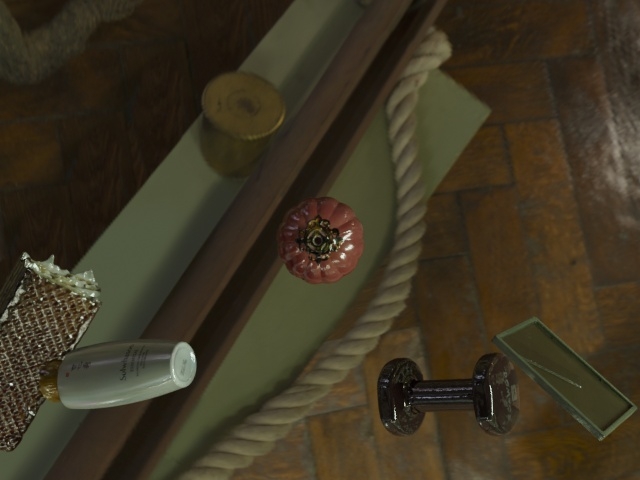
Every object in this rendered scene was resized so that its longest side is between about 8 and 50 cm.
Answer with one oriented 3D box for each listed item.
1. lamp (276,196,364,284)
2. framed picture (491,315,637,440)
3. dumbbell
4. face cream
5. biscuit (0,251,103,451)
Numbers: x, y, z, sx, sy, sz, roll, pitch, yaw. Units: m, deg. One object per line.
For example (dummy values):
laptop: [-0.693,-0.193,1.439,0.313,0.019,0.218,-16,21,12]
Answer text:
lamp: [0.000,0.000,1.218,0.107,0.092,0.108,0,90,5]
framed picture: [0.352,0.194,1.455,0.203,0.015,0.150,43,28,21]
dumbbell: [0.217,0.263,1.717,0.124,0.225,0.141,-4,88,-57]
face cream: [-0.214,0.139,1.055,0.051,0.182,0.072,45,45,-45]
biscuit: [-0.371,0.135,1.245,0.106,0.070,0.252,28,99,-28]
